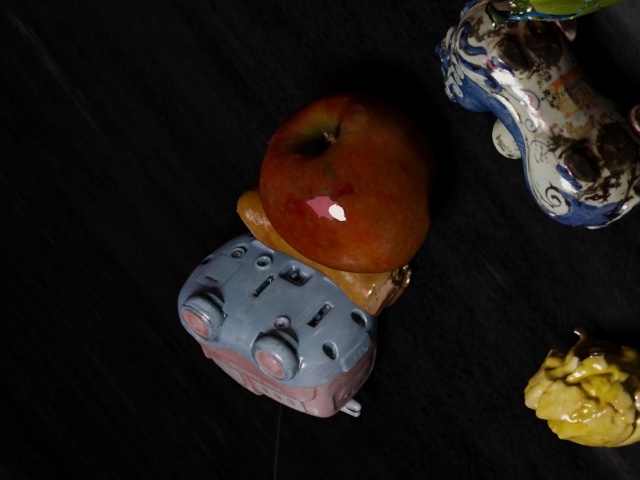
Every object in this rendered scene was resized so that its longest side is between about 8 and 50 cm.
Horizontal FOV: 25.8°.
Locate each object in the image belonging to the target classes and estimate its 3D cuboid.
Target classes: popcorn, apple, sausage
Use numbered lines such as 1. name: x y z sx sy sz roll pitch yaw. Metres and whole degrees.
1. popcorn: 0.331 0.185 1.685 0.167 0.148 0.152 2 100 35
2. apple: 0.041 -0.066 1.731 0.230 0.230 0.230 28 138 29
3. sausage: -0.001 -0.001 1.908 0.270 0.109 0.109 30 139 27

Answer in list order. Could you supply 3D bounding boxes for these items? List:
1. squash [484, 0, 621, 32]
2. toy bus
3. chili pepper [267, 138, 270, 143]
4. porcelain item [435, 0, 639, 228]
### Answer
1. squash: 0.299 -0.270 1.299 0.331 0.087 0.087 -16 109 32
2. toy bus: -0.052 0.135 2.025 0.294 0.197 0.232 24 146 30
3. chili pepper: 0.009 -0.100 1.878 0.208 0.043 0.049 39 168 25
4. porcelain item: 0.235 -0.136 1.523 0.288 0.138 0.186 54 155 -1
